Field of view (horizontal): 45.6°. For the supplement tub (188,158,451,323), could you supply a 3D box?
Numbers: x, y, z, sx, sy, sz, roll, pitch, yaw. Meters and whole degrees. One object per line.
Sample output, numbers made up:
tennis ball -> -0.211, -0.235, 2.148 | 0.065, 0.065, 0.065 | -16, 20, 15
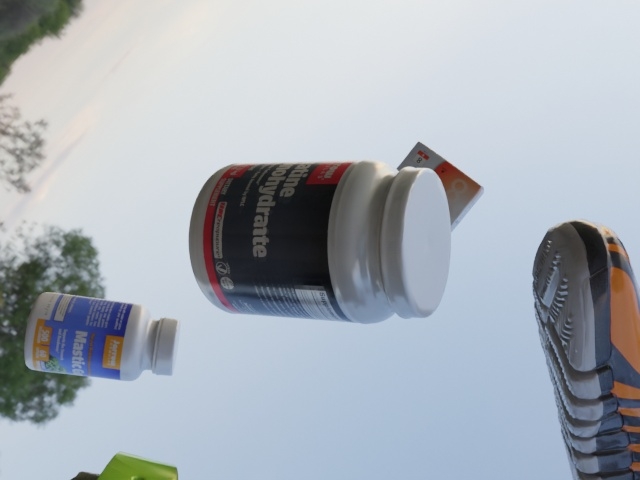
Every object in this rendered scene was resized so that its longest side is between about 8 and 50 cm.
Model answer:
supplement tub -> 0.000, 0.000, 0.905 | 0.272, 0.191, 0.191 | 1, -131, 27

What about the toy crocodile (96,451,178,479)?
toy crocodile -> -0.158, 0.327, 0.559 | 0.105, 0.115, 0.341 | -119, -147, -80

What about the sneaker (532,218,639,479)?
sneaker -> 0.266, 0.099, 0.565 | 0.180, 0.321, 0.125 | -15, -142, 11

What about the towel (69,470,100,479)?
towel -> -0.057, 0.339, 0.727 | 0.324, 0.312, 0.056 | -3, -140, 28

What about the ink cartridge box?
ink cartridge box -> 0.174, -0.063, 1.330 | 0.145, 0.045, 0.179 | 40, -88, 22

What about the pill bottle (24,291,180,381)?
pill bottle -> -0.415, 0.191, 1.473 | 0.152, 0.271, 0.153 | -172, -90, -85
